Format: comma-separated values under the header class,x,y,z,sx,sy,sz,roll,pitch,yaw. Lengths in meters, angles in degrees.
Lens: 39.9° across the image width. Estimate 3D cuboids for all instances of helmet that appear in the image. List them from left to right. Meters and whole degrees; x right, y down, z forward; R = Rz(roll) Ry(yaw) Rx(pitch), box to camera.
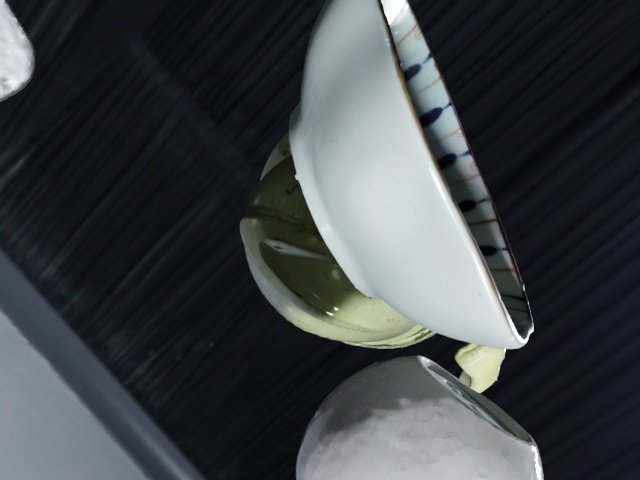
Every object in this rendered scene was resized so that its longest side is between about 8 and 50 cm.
class,x,y,z,sx,sy,sz,roll,pitch,yaw
helmet,-0.005,-0.001,0.795,0.258,0.204,0.137,31,24,30

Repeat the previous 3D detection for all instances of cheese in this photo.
class,x,y,z,sx,sy,sz,roll,pitch,yaw
cheese,0.130,0.108,0.737,0.044,0.083,0.030,-20,59,-15

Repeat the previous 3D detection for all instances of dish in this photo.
class,x,y,z,sx,sy,sz,roll,pitch,yaw
dish,0.033,-0.029,0.399,0.190,0.066,0.190,58,18,-31

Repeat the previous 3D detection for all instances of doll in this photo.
class,x,y,z,sx,sy,sz,roll,pitch,yaw
doll,0.007,0.206,0.515,0.151,0.287,0.151,36,2,-2

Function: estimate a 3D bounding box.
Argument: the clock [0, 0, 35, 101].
class,x,y,z,sx,sy,sz,roll,pitch,yaw
clock,-0.375,-0.166,0.592,0.273,0.279,0.049,62,-7,-28
